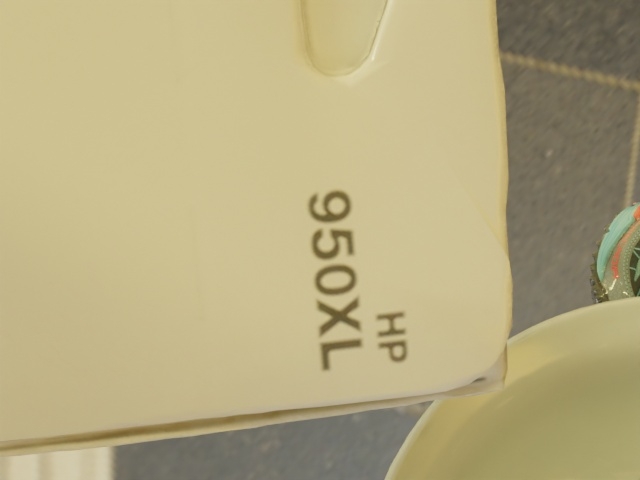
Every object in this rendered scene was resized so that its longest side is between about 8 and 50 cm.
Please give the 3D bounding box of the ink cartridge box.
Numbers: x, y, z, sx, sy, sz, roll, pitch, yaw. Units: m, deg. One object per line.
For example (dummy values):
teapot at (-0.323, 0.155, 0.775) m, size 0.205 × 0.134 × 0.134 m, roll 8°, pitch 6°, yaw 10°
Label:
ink cartridge box at (-0.062, -0.138, 0.649) m, size 0.166 × 0.395 × 0.285 m, roll -8°, pitch 108°, yaw -6°

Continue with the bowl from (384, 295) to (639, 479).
bowl at (0.166, 0.185, 0.888) m, size 0.298 × 0.298 × 0.134 m, roll 25°, pitch 157°, yaw 15°

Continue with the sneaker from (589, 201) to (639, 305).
sneaker at (0.288, 0.003, 1.243) m, size 0.125 × 0.262 × 0.104 m, roll -17°, pitch 92°, yaw 56°
